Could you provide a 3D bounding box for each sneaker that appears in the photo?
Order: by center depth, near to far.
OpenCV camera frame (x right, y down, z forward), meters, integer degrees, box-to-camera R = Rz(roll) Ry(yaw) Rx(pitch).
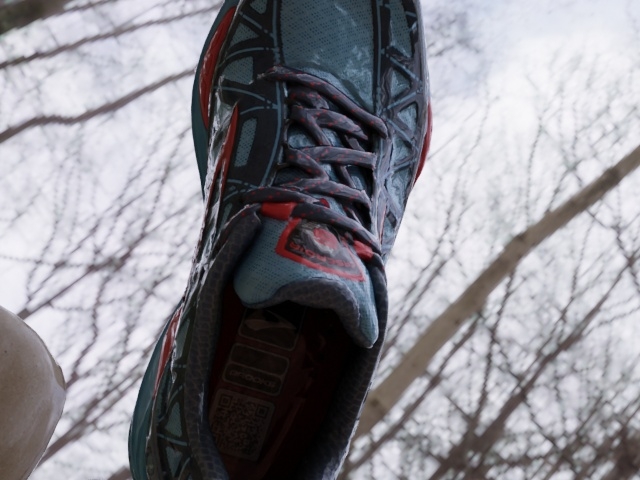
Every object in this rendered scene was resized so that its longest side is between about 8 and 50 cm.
[{"bbox_3d":[0.000,0.000,0.541,0.125,0.104,0.261,-172,-88,-75],"label":"sneaker"}]

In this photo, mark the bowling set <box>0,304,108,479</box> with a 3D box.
[{"bbox_3d":[-0.129,0.110,0.394,0.287,0.154,0.200,30,-29,12],"label":"bowling set"}]
